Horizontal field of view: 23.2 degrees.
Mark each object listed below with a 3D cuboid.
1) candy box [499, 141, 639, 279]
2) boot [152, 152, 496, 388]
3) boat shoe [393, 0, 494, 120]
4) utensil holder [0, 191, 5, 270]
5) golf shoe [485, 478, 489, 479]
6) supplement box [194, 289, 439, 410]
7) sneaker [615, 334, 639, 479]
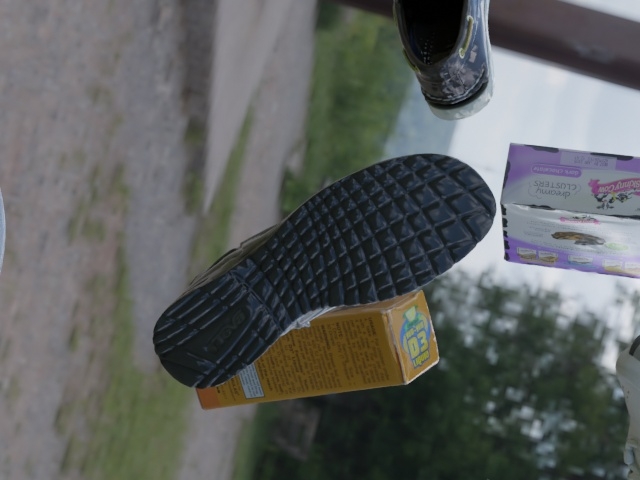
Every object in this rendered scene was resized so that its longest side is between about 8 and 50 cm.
[{"bbox_3d":[0.274,-0.027,1.622,0.196,0.165,0.070,68,31,-70],"label":"candy box"},{"bbox_3d":[0.000,0.000,1.044,0.083,0.247,0.161,59,13,-10],"label":"boot"},{"bbox_3d":[0.102,-0.209,1.345,0.068,0.081,0.227,54,22,-48],"label":"boat shoe"},{"bbox_3d":[-0.515,-0.003,1.493,0.385,0.328,0.327,-3,-111,62],"label":"utensil holder"},{"bbox_3d":[0.147,0.326,1.485,0.198,0.094,0.077,-64,170,27],"label":"golf shoe"},{"bbox_3d":[-0.011,0.103,1.459,0.078,0.233,0.080,-26,101,-56],"label":"supplement box"},{"bbox_3d":[0.285,0.196,1.190,0.297,0.129,0.111,59,-9,-31],"label":"sneaker"}]
